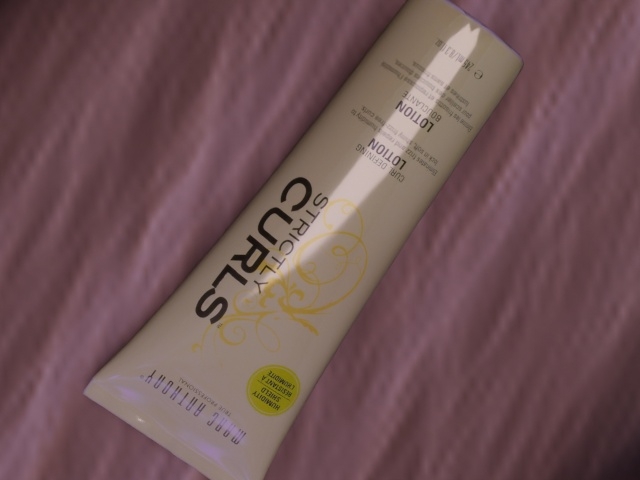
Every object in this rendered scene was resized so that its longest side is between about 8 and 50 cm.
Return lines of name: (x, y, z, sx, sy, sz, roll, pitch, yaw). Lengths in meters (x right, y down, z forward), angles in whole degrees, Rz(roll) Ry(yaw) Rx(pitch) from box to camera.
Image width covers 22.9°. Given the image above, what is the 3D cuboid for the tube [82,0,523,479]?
tube: (0.000, 0.000, 0.715, 0.070, 0.062, 0.240, 38, 93, 35)
